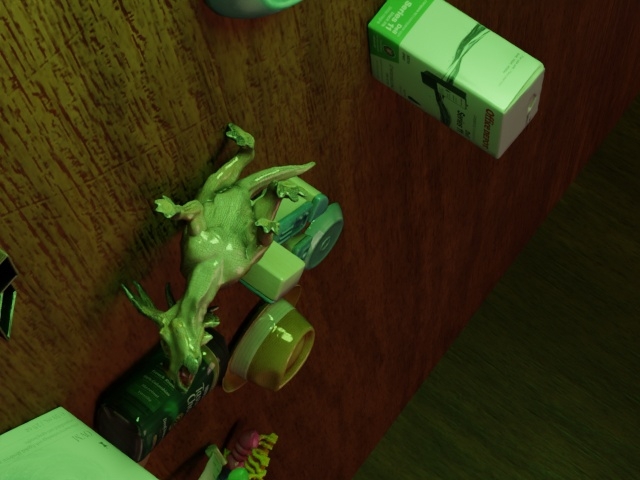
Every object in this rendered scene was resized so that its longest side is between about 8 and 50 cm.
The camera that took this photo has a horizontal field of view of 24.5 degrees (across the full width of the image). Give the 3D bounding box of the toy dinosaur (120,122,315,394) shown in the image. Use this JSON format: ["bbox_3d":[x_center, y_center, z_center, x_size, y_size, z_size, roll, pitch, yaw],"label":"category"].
[{"bbox_3d":[-0.118,0.004,1.617,0.296,0.127,0.200,-58,179,-46],"label":"toy dinosaur"}]

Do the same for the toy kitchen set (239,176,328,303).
[{"bbox_3d":[-0.063,0.033,1.822,0.207,0.122,0.166,-37,157,-49],"label":"toy kitchen set"}]

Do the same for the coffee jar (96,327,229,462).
[{"bbox_3d":[-0.192,0.185,1.830,0.184,0.079,0.096,-45,162,-36],"label":"coffee jar"}]

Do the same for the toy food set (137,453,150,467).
[{"bbox_3d":[-0.261,0.307,1.990,0.083,0.020,0.082,-52,165,-14],"label":"toy food set"}]

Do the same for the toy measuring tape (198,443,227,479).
[{"bbox_3d":[-0.239,0.430,2.212,0.330,0.121,0.121,-65,179,-55],"label":"toy measuring tape"}]

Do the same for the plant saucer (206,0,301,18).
[{"bbox_3d":[0.006,-0.335,1.382,0.317,0.043,0.317,-50,167,-16],"label":"plant saucer"}]

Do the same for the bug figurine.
[{"bbox_3d":[-0.154,0.415,2.373,0.216,0.072,0.279,-59,-176,25],"label":"bug figurine"}]

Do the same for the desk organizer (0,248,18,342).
[{"bbox_3d":[-0.288,0.038,1.273,0.047,0.050,0.130,-51,164,-17],"label":"desk organizer"}]

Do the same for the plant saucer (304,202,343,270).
[{"bbox_3d":[0.000,0.000,2.142,0.119,0.021,0.119,-51,165,-19],"label":"plant saucer"}]

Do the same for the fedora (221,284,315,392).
[{"bbox_3d":[-0.065,0.159,2.166,0.194,0.079,0.194,-50,164,-19],"label":"fedora"}]

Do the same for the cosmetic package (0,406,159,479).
[{"bbox_3d":[-0.278,0.317,1.564,0.138,0.224,0.224,-61,165,21],"label":"cosmetic package"}]

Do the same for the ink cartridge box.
[{"bbox_3d":[0.168,-0.213,1.845,0.087,0.208,0.153,-52,164,-13],"label":"ink cartridge box"}]
